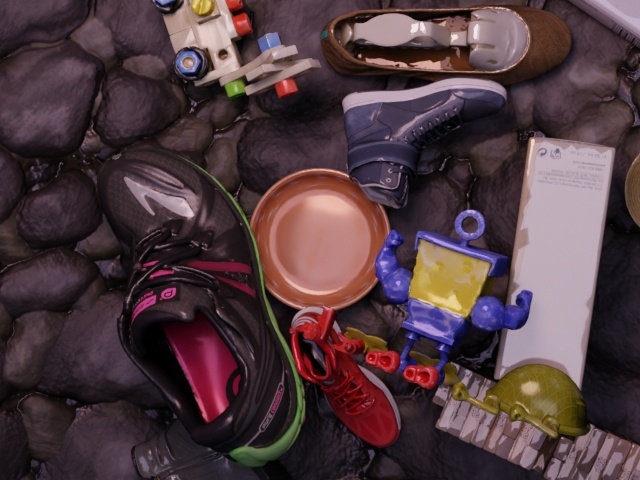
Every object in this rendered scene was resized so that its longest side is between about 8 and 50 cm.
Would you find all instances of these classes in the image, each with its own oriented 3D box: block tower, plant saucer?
[{"bbox_3d":[0.310,0.266,1.524,0.336,0.097,0.091,24,91,10],"label":"block tower"},{"bbox_3d":[0.000,0.000,1.607,0.200,0.037,0.199,0,88,8],"label":"plant saucer"}]

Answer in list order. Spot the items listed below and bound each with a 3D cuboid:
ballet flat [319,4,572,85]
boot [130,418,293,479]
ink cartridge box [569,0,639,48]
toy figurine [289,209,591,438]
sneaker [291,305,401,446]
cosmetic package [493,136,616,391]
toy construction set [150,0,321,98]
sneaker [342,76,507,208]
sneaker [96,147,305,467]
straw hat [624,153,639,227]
[{"bbox_3d":[0.165,-0.271,1.551,0.343,0.124,0.116,4,88,8],"label":"ballet flat"},{"bbox_3d":[-0.140,0.342,1.599,0.161,0.083,0.246,-43,75,9],"label":"boot"},{"bbox_3d":[0.446,-0.447,1.547,0.324,0.071,0.330,37,89,8],"label":"ink cartridge box"},{"bbox_3d":[0.168,0.071,1.367,0.363,0.191,0.217,19,89,23],"label":"toy figurine"},{"bbox_3d":[0.023,0.199,1.535,0.087,0.128,0.221,-38,92,14],"label":"sneaker"},{"bbox_3d":[0.302,0.032,1.501,0.113,0.160,0.309,9,88,10],"label":"cosmetic package"},{"bbox_3d":[-0.117,-0.326,1.592,0.215,0.151,0.327,-19,74,7],"label":"toy construction set"},{"bbox_3d":[0.141,-0.127,1.547,0.226,0.086,0.163,-7,64,17],"label":"sneaker"},{"bbox_3d":[-0.173,0.065,1.516,0.185,0.202,0.482,-36,67,15],"label":"sneaker"},{"bbox_3d":[0.461,-0.068,1.531,0.145,0.061,0.144,-1,99,-5],"label":"straw hat"}]
